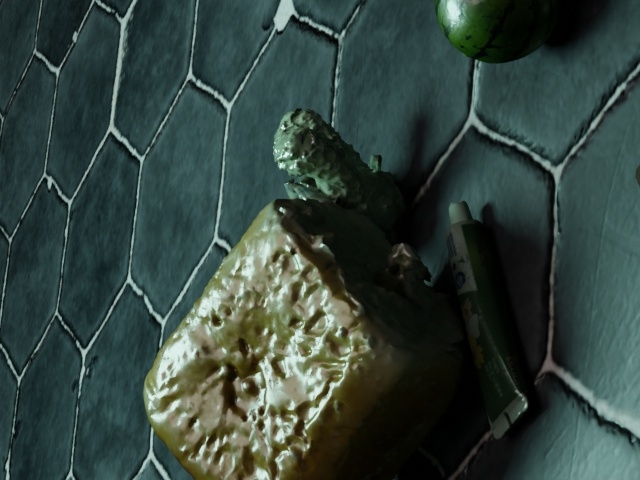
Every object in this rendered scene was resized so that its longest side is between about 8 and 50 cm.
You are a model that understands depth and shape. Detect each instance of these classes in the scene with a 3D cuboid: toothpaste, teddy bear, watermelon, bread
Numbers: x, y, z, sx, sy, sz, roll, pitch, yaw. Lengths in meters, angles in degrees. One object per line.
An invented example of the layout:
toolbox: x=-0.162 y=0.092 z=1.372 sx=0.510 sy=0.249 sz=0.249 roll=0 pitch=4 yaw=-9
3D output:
toothpaste: x=0.121 y=0.052 z=1.381 sx=0.049 sy=0.031 sz=0.204 roll=-55 pitch=35 yaw=43
teddy bear: x=0.020 y=-0.008 z=1.563 sx=0.133 sy=0.111 sz=0.213 roll=-86 pitch=-9 yaw=-70
watermelon: x=0.130 y=-0.178 z=1.387 sx=0.109 sy=0.109 sz=0.109 roll=-39 pitch=45 yaw=54
bread: x=0.007 y=0.092 z=1.432 sx=0.195 sy=0.176 sz=0.246 roll=47 pitch=116 yaw=24

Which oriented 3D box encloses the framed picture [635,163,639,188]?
framed picture: x=0.263 y=-0.057 z=1.137 sx=0.168 sy=0.023 sz=0.128 roll=-59 pitch=32 yaw=36
